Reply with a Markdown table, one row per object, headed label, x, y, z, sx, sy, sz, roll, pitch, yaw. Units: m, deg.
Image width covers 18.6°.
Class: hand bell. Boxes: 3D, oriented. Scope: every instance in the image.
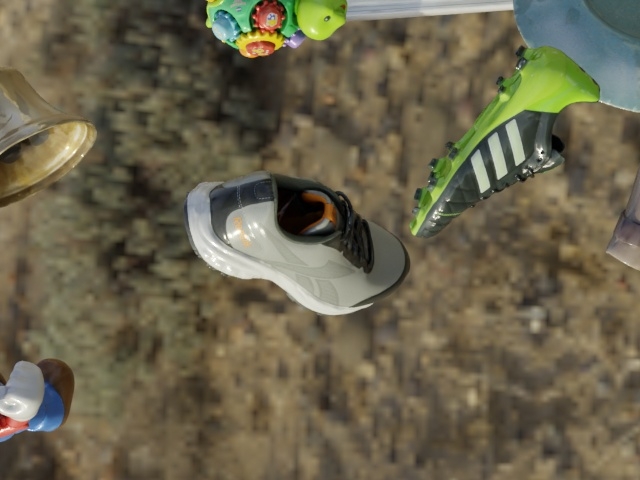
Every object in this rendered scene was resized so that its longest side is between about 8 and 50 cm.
| label | x | y | z | sx | sy | sz | roll | pitch | yaw |
| --- | --- | --- | --- | --- | --- | --- | --- | --- | --- |
| hand bell | -0.302 | -0.158 | 1.644 | 0.242 | 0.126 | 0.126 | 57 | 139 | 14 |

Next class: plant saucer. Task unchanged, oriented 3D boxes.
| label | x | y | z | sx | sy | sz | roll | pitch | yaw |
| --- | --- | --- | --- | --- | --- | --- | --- | --- | --- |
| plant saucer | 0.255 | -0.186 | 1.597 | 0.037 | 0.195 | 0.195 | 110 | 149 | -48 |

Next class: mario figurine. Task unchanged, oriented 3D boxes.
| label | x | y | z | sx | sy | sz | roll | pitch | yaw |
| --- | --- | --- | --- | --- | --- | --- | --- | --- | --- |
| mario figurine | -0.376 | 0.160 | 2.068 | 0.170 | 0.320 | 0.198 | 46 | 103 | 7 |

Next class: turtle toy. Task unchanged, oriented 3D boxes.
| label | x | y | z | sx | sy | sz | roll | pitch | yaw |
| --- | --- | --- | --- | --- | --- | --- | --- | --- | --- |
| turtle toy | -0.038 | -0.191 | 1.638 | 0.130 | 0.095 | 0.066 | -11 | 72 | 24 |

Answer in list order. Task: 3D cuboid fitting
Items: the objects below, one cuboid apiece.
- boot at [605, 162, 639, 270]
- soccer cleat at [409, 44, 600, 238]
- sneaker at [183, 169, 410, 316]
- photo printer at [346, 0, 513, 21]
| label | x | y | z | sx | sy | sz | roll | pitch | yaw |
| --- | --- | --- | --- | --- | --- | --- | --- | --- | --- |
| boot | 0.171 | -0.027 | 0.978 | 0.042 | 0.118 | 0.087 | 31 | 91 | 22 |
| soccer cleat | 0.130 | -0.060 | 1.407 | 0.179 | 0.072 | 0.060 | -52 | 12 | 27 |
| sneaker | 0.000 | 0.000 | 1.798 | 0.108 | 0.271 | 0.100 | -22 | 65 | 35 |
| photo printer | 0.095 | -0.276 | 1.910 | 0.256 | 0.307 | 0.107 | -119 | 25 | -78 |
